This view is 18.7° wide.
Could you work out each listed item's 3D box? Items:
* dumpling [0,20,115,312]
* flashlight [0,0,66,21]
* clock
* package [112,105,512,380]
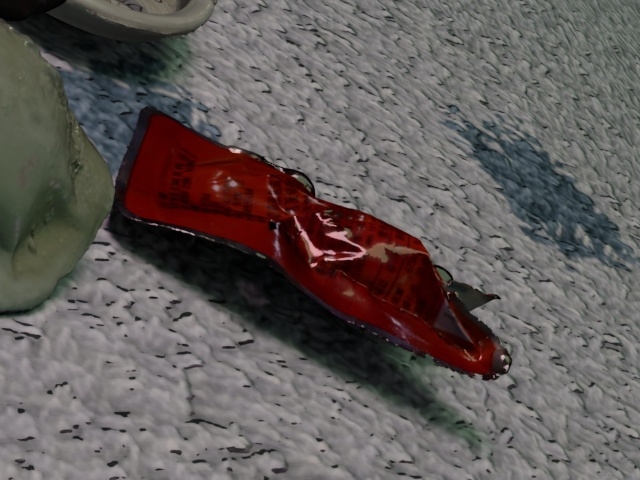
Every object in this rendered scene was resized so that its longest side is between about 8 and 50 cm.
[{"bbox_3d":[-0.187,-0.057,0.998,0.219,0.108,0.153,18,32,-37],"label":"dumpling"},{"bbox_3d":[-0.271,-0.279,1.224,0.103,0.103,0.424,10,32,-49],"label":"flashlight"},{"bbox_3d":[-0.182,-0.208,1.336,0.236,0.053,0.236,30,25,-16],"label":"clock"},{"bbox_3d":[0.000,0.000,1.230,0.269,0.071,0.194,32,10,-11],"label":"package"}]
